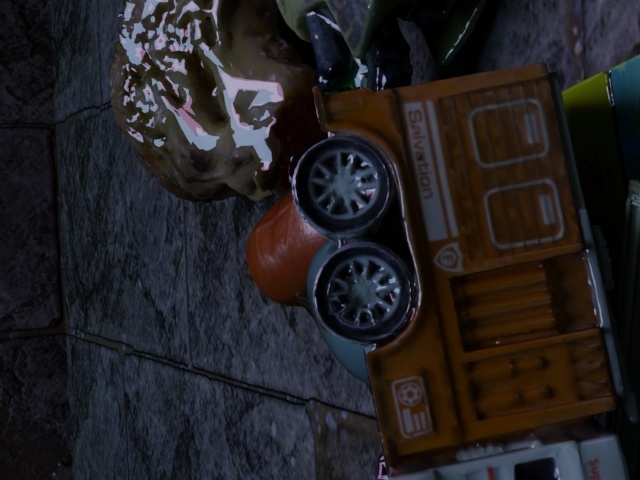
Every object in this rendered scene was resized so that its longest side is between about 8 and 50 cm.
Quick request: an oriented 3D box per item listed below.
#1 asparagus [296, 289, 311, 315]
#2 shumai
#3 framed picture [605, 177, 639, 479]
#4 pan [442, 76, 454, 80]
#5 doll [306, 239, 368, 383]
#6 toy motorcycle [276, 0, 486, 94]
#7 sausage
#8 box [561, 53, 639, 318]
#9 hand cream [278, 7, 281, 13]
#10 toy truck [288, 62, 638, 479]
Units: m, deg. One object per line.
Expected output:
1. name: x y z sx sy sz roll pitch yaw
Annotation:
1. asparagus: 0.042 0.122 1.239 0.236 0.034 0.027 56 175 -34
2. shumai: -0.116 -0.166 1.475 0.283 0.217 0.346 -123 41 -50
3. framed picture: 0.265 0.130 0.820 0.231 0.018 0.293 37 135 54
4. pan: 0.092 -0.088 1.196 0.040 0.115 0.212 41 169 2
5. doll: 0.094 0.016 1.083 0.261 0.161 0.177 -49 56 55
6. toy motorcycle: 0.071 -0.286 1.105 0.237 0.168 0.410 57 134 36
7. sausage: -0.002 0.000 1.351 0.258 0.133 0.133 142 121 -61
8. box: 0.269 -0.050 0.828 0.335 0.047 0.187 156 109 -65
9. hand cream: -0.017 -0.282 1.471 0.052 0.038 0.216 -62 24 8
10. toy truck: 0.109 0.076 0.877 0.173 0.207 0.387 32 -133 -86
